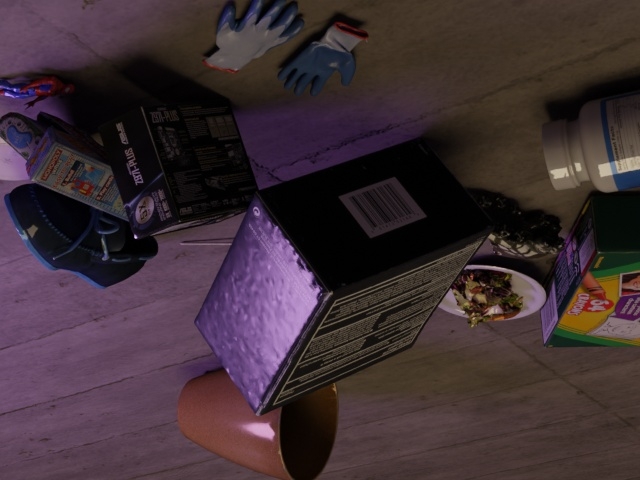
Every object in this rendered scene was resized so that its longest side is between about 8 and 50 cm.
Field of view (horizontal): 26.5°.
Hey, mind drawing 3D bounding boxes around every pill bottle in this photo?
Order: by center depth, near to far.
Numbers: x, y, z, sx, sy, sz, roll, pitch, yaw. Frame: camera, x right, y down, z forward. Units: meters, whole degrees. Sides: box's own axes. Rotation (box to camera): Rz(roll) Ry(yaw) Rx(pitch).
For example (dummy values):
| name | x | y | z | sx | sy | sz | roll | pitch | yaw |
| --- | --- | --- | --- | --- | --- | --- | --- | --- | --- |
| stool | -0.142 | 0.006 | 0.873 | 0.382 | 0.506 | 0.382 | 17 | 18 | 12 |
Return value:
| name | x | y | z | sx | sy | sz | roll | pitch | yaw |
| --- | --- | --- | --- | --- | --- | --- | --- | --- | --- |
| pill bottle | 0.402 | -0.129 | 1.737 | 0.221 | 0.124 | 0.124 | -11 | 152 | 20 |

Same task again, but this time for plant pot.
| name | x | y | z | sx | sy | sz | roll | pitch | yaw |
| --- | --- | --- | --- | --- | --- | --- | --- | --- | --- |
| plant pot | -0.129 | 0.325 | 2.533 | 0.254 | 0.237 | 0.237 | 1 | 157 | 28 |

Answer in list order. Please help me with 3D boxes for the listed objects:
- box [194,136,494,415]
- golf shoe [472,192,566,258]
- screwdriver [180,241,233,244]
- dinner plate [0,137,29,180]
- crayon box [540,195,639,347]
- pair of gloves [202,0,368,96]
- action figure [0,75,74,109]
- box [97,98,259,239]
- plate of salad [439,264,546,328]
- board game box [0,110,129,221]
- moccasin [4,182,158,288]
| name | x | y | z | sx | sy | sz | roll | pitch | yaw |
| --- | --- | --- | --- | --- | --- | --- | --- | --- | --- |
| box | 0.024 | 0.047 | 1.825 | 0.296 | 0.183 | 0.294 | -20 | 152 | -36 |
| golf shoe | 0.273 | -0.009 | 2.022 | 0.198 | 0.077 | 0.094 | 21 | 146 | -35 |
| screwdriver | -0.133 | 0.003 | 2.088 | 0.170 | 0.024 | 0.025 | 2 | 155 | 2 |
| dinner plate | -0.426 | -0.112 | 1.845 | 0.141 | 0.017 | 0.141 | -3 | 153 | -1 |
| crayon box | 0.537 | 0.056 | 2.131 | 0.313 | 0.106 | 0.363 | 0 | 153 | -4 |
| pair of gloves | -0.037 | -0.231 | 1.625 | 0.198 | 0.023 | 0.159 | 13 | 151 | -25 |
| action figure | -0.363 | -0.186 | 1.691 | 0.115 | 0.030 | 0.038 | -6 | 149 | 3 |
| box | -0.170 | -0.091 | 1.682 | 0.077 | 0.147 | 0.180 | -20 | 178 | 33 |
| plate of salad | 0.270 | 0.096 | 2.237 | 0.200 | 0.048 | 0.200 | 7 | 152 | 4 |
| board game box | -0.309 | -0.102 | 1.694 | 0.060 | 0.194 | 0.194 | -56 | 149 | 8 |
| moccasin | -0.332 | -0.026 | 1.923 | 0.117 | 0.137 | 0.342 | -25 | 167 | 8 |
